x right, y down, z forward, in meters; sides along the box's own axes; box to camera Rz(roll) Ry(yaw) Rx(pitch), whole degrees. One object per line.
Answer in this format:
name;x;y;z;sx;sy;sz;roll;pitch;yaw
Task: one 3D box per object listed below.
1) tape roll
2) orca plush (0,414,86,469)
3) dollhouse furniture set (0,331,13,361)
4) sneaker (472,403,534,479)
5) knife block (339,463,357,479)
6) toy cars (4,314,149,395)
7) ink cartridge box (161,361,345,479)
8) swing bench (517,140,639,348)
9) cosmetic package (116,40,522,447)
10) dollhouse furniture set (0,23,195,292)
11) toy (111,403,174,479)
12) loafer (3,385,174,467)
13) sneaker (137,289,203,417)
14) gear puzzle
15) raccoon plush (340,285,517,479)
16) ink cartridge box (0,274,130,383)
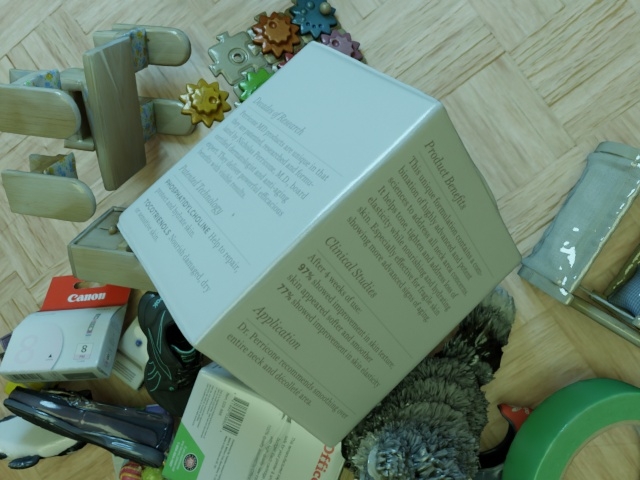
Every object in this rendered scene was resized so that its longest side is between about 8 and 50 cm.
tape roll;0.435;0.377;1.014;0.321;0.077;0.321;-2;96;-17
orca plush;-0.577;0.408;1.276;0.287;0.151;0.102;-17;129;-11
dollhouse furniture set;-0.655;0.249;1.299;0.114;0.081;0.091;-27;86;11
sneaker;0.276;0.433;1.098;0.148;0.131;0.350;27;87;8
knife block;0.067;0.426;1.085;0.088;0.276;0.242;17;124;11
toy cars;-0.426;0.214;1.234;0.393;0.087;0.177;-15;85;6
ink cartridge box;-0.101;0.366;1.170;0.289;0.121;0.211;22;95;10
swing bench;0.483;0.012;1.022;0.254;0.165;0.253;31;98;9
cosmetic package;0.000;0.000;0.940;0.393;0.329;0.327;-43;41;-4
dollhouse furniture set;-0.290;-0.122;1.089;0.256;0.362;0.394;8;121;12
toy;-0.339;0.437;1.254;0.136;0.056;0.237;-10;90;12
loafer;-0.414;0.319;1.200;0.302;0.109;0.095;21;60;-1
sneaker;-0.256;0.214;1.163;0.106;0.101;0.267;24;130;46
gear puzzle;-0.094;-0.303;1.118;0.339;0.044;0.175;-32;85;-17
raccoon plush;0.170;0.223;0.949;0.216;0.299;0.447;22;75;2
ink cartridge box;-0.454;0.143;1.203;0.189;0.066;0.232;-6;56;11
